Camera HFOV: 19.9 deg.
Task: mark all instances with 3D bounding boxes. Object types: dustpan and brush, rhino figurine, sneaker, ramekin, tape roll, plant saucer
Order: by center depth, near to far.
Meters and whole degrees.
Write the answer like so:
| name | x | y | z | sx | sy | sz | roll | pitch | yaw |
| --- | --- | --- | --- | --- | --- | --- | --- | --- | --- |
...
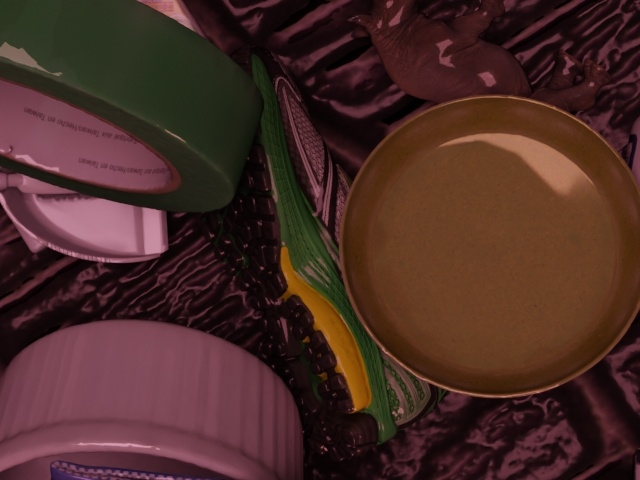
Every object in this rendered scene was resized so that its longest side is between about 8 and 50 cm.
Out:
| name | x | y | z | sx | sy | sz | roll | pitch | yaw |
| --- | --- | --- | --- | --- | --- | --- | --- | --- | --- |
| tape roll | -0.204 | -0.115 | 1.344 | 0.321 | 0.321 | 0.077 | 16 | 78 | 8 |
| plant saucer | 0.135 | 0.006 | 1.416 | 0.241 | 0.037 | 0.241 | -1 | 76 | 3 |
| ramekin | -0.141 | 0.183 | 1.426 | 0.277 | 0.277 | 0.135 | -2 | 50 | 7 |
| sneaker | 0.000 | 0.000 | 1.493 | 0.146 | 0.134 | 0.343 | -21 | 88 | -32 |
| rhino figurine | 0.111 | -0.158 | 1.501 | 0.243 | 0.073 | 0.106 | 35 | 90 | 9 |
| dustpan and brush | -0.240 | -0.050 | 1.519 | 0.211 | 0.060 | 0.147 | -3 | 92 | 6 |

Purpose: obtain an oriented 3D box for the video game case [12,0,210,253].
| name | x | y | z | sx | sy | sz | roll | pitch | yaw |
| --- | --- | --- | --- | --- | --- | --- | --- | --- | --- |
| video game case | -0.205 | -0.134 | 1.556 | 0.227 | 0.026 | 0.206 | -32 | 89 | 6 |

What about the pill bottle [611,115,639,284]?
| name | x | y | z | sx | sy | sz | roll | pitch | yaw |
| --- | --- | --- | --- | --- | --- | --- | --- | --- | --- |
| pill bottle | 0.296 | -0.048 | 1.453 | 0.112 | 0.112 | 0.187 | 12 | 90 | 8 |

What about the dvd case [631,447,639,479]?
| name | x | y | z | sx | sy | sz | roll | pitch | yaw |
| --- | --- | --- | --- | --- | --- | --- | --- | --- | --- |
| dvd case | 0.333 | 0.271 | 1.427 | 0.179 | 0.029 | 0.239 | 0 | 117 | 8 |

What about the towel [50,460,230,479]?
| name | x | y | z | sx | sy | sz | roll | pitch | yaw |
| --- | --- | --- | --- | --- | --- | --- | --- | --- | --- |
| towel | -0.075 | 0.276 | 1.406 | 0.243 | 0.336 | 0.040 | 5 | 48 | 3 |
